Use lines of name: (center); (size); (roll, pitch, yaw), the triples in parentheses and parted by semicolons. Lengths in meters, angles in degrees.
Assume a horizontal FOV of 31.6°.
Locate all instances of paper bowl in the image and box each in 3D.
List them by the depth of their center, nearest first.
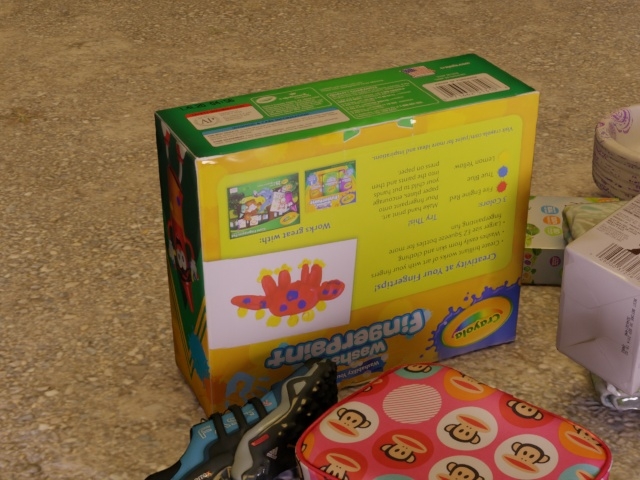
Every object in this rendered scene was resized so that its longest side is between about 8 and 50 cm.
paper bowl: (0.586, -0.113, 1.842); (0.284, 0.148, 0.284); (-1, 29, 0)

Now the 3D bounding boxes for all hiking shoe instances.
hiking shoe: (-0.082, 0.216, 1.281); (0.132, 0.113, 0.304); (13, 31, 24)

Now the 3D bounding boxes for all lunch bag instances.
lunch bag: (0.123, 0.255, 1.153); (0.293, 0.120, 0.258); (22, 38, 37)

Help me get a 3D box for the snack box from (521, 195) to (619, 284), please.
snack box: (0.361, -0.002, 1.724); (0.207, 0.070, 0.174); (3, 29, 3)

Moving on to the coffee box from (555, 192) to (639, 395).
coffee box: (0.426, 0.026, 1.359); (0.297, 0.168, 0.119); (-31, 47, -29)

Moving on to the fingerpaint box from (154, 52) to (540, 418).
fingerpaint box: (0.034, -0.009, 1.428); (0.444, 0.371, 0.163); (-14, 32, -21)

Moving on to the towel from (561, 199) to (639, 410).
towel: (0.502, 0.070, 1.491); (0.320, 0.090, 0.374); (1, 40, 2)
